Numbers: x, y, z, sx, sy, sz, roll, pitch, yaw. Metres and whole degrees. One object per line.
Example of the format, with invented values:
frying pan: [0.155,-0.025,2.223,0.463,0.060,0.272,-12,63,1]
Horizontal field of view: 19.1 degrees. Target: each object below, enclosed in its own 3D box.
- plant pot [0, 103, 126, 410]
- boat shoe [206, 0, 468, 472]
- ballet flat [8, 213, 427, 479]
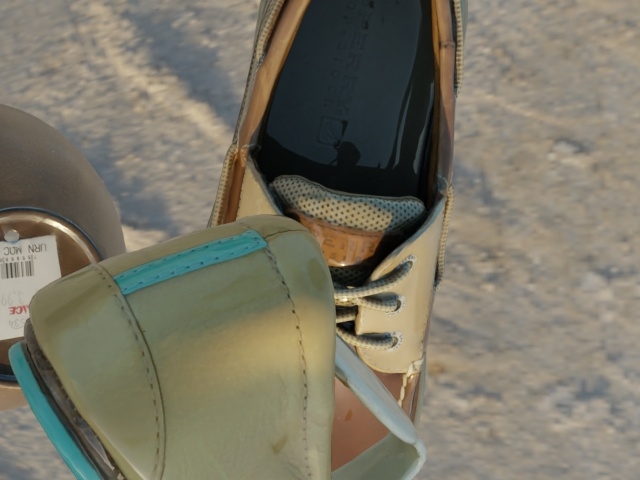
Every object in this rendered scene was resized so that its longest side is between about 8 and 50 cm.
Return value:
plant pot: [-0.210,0.021,1.207,0.215,0.230,0.215,-2,96,-18]
boat shoe: [0.000,0.000,0.851,0.123,0.116,0.324,5,90,-2]
ballet flat: [-0.001,0.080,0.457,0.073,0.080,0.232,-30,142,-9]
